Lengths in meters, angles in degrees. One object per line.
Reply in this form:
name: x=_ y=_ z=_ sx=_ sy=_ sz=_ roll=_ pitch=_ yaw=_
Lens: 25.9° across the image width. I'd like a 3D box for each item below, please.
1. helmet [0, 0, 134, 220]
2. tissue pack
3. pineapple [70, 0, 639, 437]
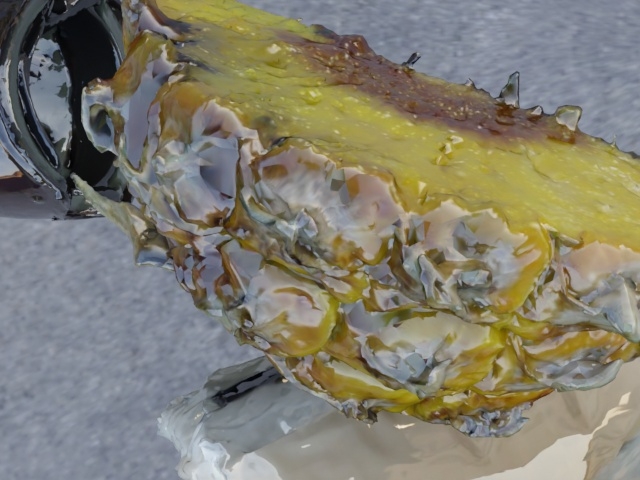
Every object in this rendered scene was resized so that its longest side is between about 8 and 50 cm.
helmet: x=-0.276 y=-0.125 z=1.285 sx=0.177 sy=0.305 sz=0.224 roll=-6 pitch=89 yaw=15
tissue pack: x=0.111 y=0.193 z=0.790 sx=0.390 sy=0.195 sz=0.375 roll=-27 pitch=102 yaw=-23
pineapple: x=-0.001 y=0.005 z=0.567 sx=0.335 sy=0.161 sz=0.158 roll=31 pitch=122 yaw=18
